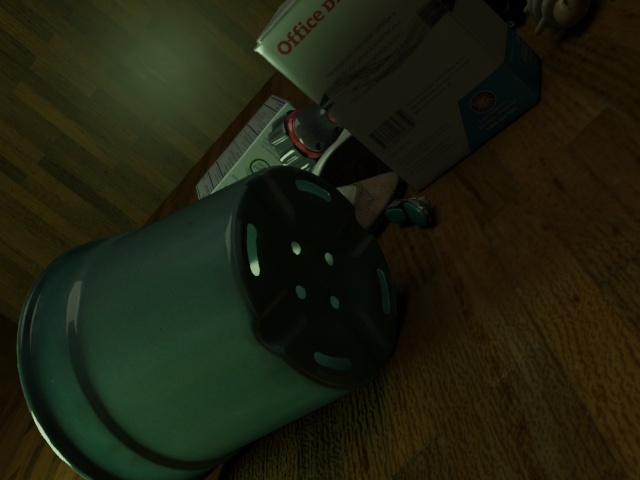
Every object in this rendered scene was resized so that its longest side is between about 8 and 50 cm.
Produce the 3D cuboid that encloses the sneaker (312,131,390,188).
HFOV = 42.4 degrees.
[{"bbox_3d":[0.008,-0.078,1.343,0.290,0.106,0.123,-52,19,1],"label":"sneaker"}]

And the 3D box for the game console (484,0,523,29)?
[{"bbox_3d":[0.346,-0.451,1.295,0.361,0.044,0.213,-30,40,42],"label":"game console"}]

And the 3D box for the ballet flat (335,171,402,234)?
[{"bbox_3d":[0.000,0.000,1.198,0.316,0.106,0.107,-55,17,-13],"label":"ballet flat"}]

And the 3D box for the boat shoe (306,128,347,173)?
[{"bbox_3d":[0.005,-0.158,1.550,0.301,0.108,0.102,-53,16,20],"label":"boat shoe"}]

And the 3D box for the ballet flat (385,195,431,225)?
[{"bbox_3d":[0.123,-0.043,1.088,0.041,0.041,0.114,-54,17,-11],"label":"ballet flat"}]

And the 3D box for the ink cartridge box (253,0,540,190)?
[{"bbox_3d":[0.105,-0.250,1.097,0.223,0.307,0.129,-37,21,38],"label":"ink cartridge box"}]

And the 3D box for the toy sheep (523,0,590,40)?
[{"bbox_3d":[0.315,-0.324,1.100,0.091,0.091,0.132,-42,37,27],"label":"toy sheep"}]

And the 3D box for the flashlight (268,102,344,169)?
[{"bbox_3d":[0.048,-0.225,1.354,0.304,0.103,0.103,-30,56,36],"label":"flashlight"}]

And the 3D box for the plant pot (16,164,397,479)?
[{"bbox_3d":[-0.114,0.093,0.963,0.334,0.341,0.341,-29,26,36],"label":"plant pot"}]

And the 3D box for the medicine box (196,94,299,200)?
[{"bbox_3d":[-0.123,-0.156,1.788,0.289,0.149,0.263,-50,16,4],"label":"medicine box"}]
